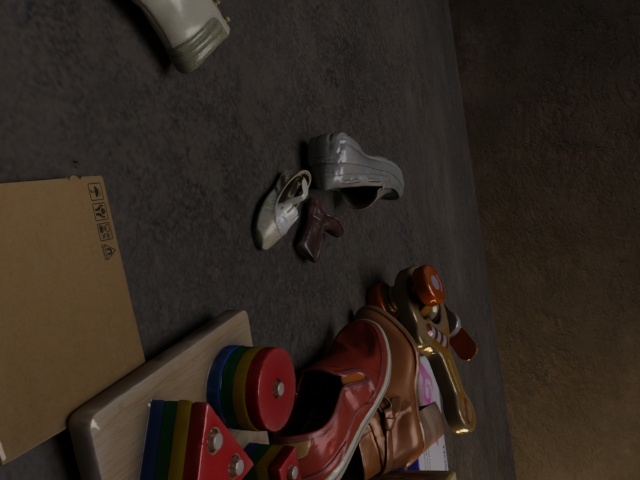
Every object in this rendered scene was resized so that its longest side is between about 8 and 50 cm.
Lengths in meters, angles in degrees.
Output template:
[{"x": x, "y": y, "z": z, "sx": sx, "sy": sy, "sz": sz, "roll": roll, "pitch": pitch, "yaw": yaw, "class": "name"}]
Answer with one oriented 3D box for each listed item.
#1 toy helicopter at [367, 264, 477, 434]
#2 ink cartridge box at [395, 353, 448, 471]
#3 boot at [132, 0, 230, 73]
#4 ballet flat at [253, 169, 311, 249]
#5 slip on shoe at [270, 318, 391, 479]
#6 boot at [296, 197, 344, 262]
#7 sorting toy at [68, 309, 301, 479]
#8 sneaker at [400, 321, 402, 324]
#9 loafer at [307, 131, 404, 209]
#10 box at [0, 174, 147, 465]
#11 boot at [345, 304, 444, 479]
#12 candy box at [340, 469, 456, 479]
[{"x": 0.249, "y": 0.224, "z": 1.217, "sx": 0.235, "sy": 0.140, "sz": 0.355, "roll": 7, "pitch": 62, "yaw": -57, "class": "toy helicopter"}, {"x": 0.201, "y": 0.416, "z": 1.249, "sx": 0.330, "sy": 0.071, "sz": 0.324, "roll": 16, "pitch": 67, "yaw": -66, "class": "ink cartridge box"}, {"x": -0.161, "y": -0.317, "z": 0.670, "sx": 0.165, "sy": 0.077, "sz": 0.213, "roll": 54, "pitch": 40, "yaw": -45, "class": "boot"}, {"x": -0.052, "y": -0.054, "z": 0.854, "sx": 0.168, "sy": 0.052, "sz": 0.057, "roll": -73, "pitch": 146, "yaw": -45, "class": "ballet flat"}, {"x": 0.022, "y": 0.216, "z": 0.859, "sx": 0.101, "sy": 0.123, "sz": 0.331, "roll": 67, "pitch": 32, "yaw": -21, "class": "slip on shoe"}, {"x": 0.000, "y": 0.000, "z": 0.971, "sx": 0.106, "sy": 0.037, "sz": 0.114, "roll": 43, "pitch": 39, "yaw": -36, "class": "boot"}, {"x": -0.097, "y": 0.230, "z": 0.578, "sx": 0.257, "sy": 0.089, "sz": 0.255, "roll": -33, "pitch": 117, "yaw": -64, "class": "sorting toy"}, {"x": 0.271, "y": 0.202, "z": 1.438, "sx": 0.262, "sy": 0.104, "sz": 0.125, "roll": 20, "pitch": 62, "yaw": -64, "class": "sneaker"}, {"x": 0.073, "y": -0.110, "z": 1.103, "sx": 0.319, "sy": 0.112, "sz": 0.111, "roll": 14, "pitch": 74, "yaw": -57, "class": "loafer"}, {"x": -0.221, "y": 0.050, "z": 0.474, "sx": 0.164, "sy": 0.021, "sz": 0.201, "roll": -23, "pitch": 104, "yaw": -66, "class": "box"}, {"x": 0.079, "y": 0.258, "z": 1.002, "sx": 0.220, "sy": 0.109, "sz": 0.283, "roll": -9, "pitch": 72, "yaw": -43, "class": "boot"}, {"x": 0.076, "y": 0.410, "z": 0.818, "sx": 0.316, "sy": 0.183, "sz": 0.087, "roll": 13, "pitch": 69, "yaw": -65, "class": "candy box"}]
